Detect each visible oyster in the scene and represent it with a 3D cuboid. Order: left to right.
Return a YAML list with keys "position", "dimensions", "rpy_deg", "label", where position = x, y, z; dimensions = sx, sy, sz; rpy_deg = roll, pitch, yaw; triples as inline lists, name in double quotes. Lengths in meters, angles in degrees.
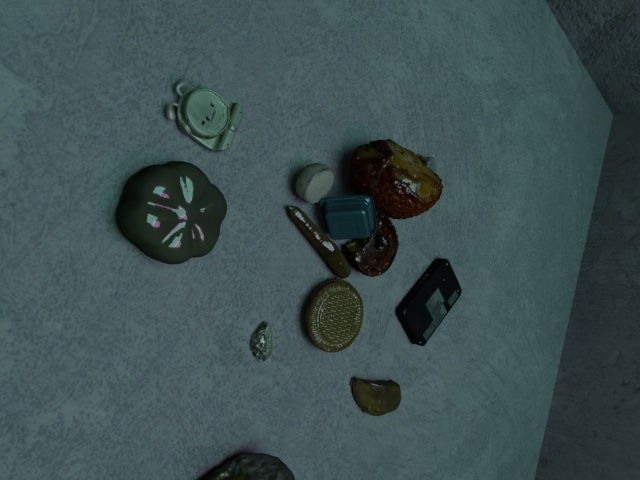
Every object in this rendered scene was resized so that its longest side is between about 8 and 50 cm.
- position: [-0.170, 0.318, 1.402]
  dimensions: [0.098, 0.037, 0.100]
  rpy_deg: [-48, 120, -26]
  label: "oyster"

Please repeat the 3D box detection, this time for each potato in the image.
- position: [0.215, 0.592, 1.700]
  dimensions: [0.243, 0.098, 0.138]
  rpy_deg: [18, 83, -37]
  label: "potato"

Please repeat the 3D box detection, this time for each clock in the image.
- position: [-0.314, -0.341, 1.228]
  dimensions: [0.191, 0.062, 0.152]
  rpy_deg: [27, 76, -36]
  label: "clock"

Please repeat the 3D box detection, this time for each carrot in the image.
- position: [-0.001, 0.000, 1.505]
  dimensions: [0.070, 0.070, 0.342]
  rpy_deg: [-52, 120, -24]
  label: "carrot"

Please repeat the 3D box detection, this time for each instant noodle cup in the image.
- position: [0.091, -0.066, 1.485]
  dimensions: [0.070, 0.179, 0.157]
  rpy_deg: [-78, 159, -49]
  label: "instant noodle cup"

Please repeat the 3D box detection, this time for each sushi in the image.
- position: [-0.177, 0.796, 1.263]
  dimensions: [0.281, 0.299, 0.295]
  rpy_deg: [-17, 106, -21]
  label: "sushi"

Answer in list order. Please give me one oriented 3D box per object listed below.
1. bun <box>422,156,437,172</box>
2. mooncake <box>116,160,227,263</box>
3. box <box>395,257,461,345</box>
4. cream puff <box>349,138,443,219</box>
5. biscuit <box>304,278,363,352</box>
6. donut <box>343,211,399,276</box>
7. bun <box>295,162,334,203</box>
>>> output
- position: [0.441, -0.302, 1.857]
  dimensions: [0.083, 0.045, 0.083]
  rpy_deg: [-6, 99, -37]
  label: "bun"
- position: [-0.368, -0.071, 1.159]
  dimensions: [0.274, 0.135, 0.275]
  rpy_deg: [-6, 99, -43]
  label: "mooncake"
- position: [0.459, 0.252, 1.901]
  dimensions: [0.350, 0.058, 0.211]
  rpy_deg: [-45, 120, -27]
  label: "box"
- position: [0.243, -0.200, 1.554]
  dimensions: [0.350, 0.350, 0.229]
  rpy_deg: [16, 122, -39]
  label: "cream puff"
- position: [0.050, 0.254, 1.552]
  dimensions: [0.259, 0.079, 0.260]
  rpy_deg: [-2, 93, -38]
  label: "biscuit"
- position: [0.182, 0.014, 1.634]
  dimensions: [0.216, 0.095, 0.231]
  rpy_deg: [16, 83, -41]
  label: "donut"
- position: [-0.029, -0.193, 1.454]
  dimensions: [0.138, 0.094, 0.138]
  rpy_deg: [-33, 148, -24]
  label: "bun"
